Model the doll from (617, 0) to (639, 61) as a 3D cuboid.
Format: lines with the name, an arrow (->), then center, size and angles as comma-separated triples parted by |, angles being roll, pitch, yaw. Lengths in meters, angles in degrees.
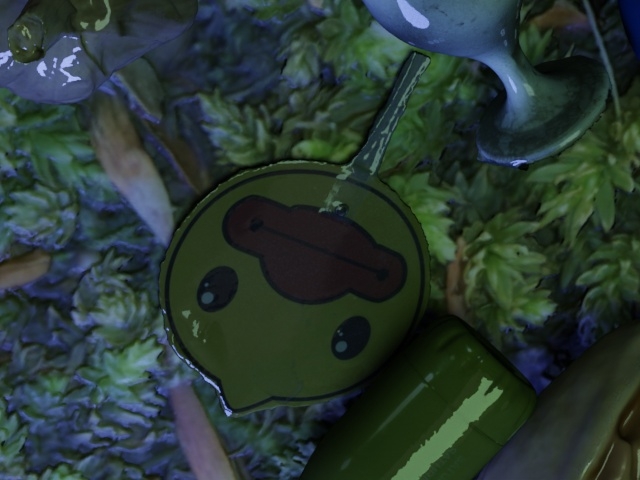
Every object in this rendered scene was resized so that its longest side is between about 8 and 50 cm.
doll -> 0.355, -0.216, 1.243 | 0.310, 0.240, 0.284 | -54, 158, -6

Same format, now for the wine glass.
wine glass -> 0.106, -0.173, 1.236 | 0.126, 0.126, 0.241 | -39, 122, 1

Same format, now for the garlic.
garlic -> -0.173, -0.170, 1.096 | 0.219, 0.212, 0.218 | -6, 119, -10

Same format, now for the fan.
fan -> 0.000, 0.000, 1.342 | 0.230, 0.011, 0.335 | 20, 106, -25

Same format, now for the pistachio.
pistachio -> 0.238, 0.211, 1.421 | 0.193, 0.214, 0.318 | 33, 94, 6

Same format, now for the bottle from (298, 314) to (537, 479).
bottle -> 0.053, 0.185, 1.385 | 0.260, 0.112, 0.112 | -47, 119, 5
